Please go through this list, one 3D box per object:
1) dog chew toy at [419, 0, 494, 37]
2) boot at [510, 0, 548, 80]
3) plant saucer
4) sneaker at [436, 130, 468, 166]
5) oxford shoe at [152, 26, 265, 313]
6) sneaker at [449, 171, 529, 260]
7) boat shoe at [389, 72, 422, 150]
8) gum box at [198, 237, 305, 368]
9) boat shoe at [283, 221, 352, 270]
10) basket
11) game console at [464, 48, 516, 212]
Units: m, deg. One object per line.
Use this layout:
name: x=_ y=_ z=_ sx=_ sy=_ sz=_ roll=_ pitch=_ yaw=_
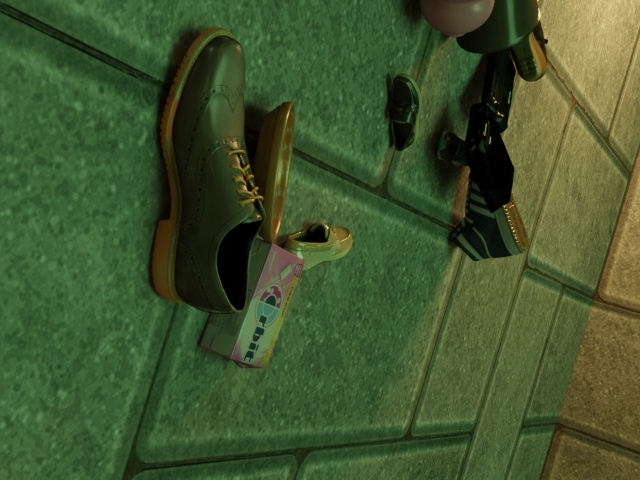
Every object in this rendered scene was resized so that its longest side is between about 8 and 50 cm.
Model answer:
dog chew toy: x=0.235 y=-0.493 z=1.458 sx=0.207 sy=0.206 sz=0.332 roll=-49 pitch=149 yaw=-36
boot: x=0.453 y=-0.483 z=1.958 sx=0.207 sy=0.090 sz=0.249 roll=-53 pitch=132 yaw=-63
plant saucer: x=-0.068 y=-0.096 z=1.228 sx=0.200 sy=0.037 sz=0.200 roll=8 pitch=90 yaw=-89
sneaker: x=0.298 y=-0.187 z=1.827 sx=0.166 sy=0.076 sz=0.065 roll=5 pitch=99 yaw=-60
oxford shoe: x=-0.120 y=-0.082 z=1.119 sx=0.130 sy=0.132 sz=0.364 roll=-18 pitch=120 yaw=-55
sneaker: x=0.351 y=-0.088 z=1.965 sx=0.099 sy=0.153 sz=0.282 roll=-17 pitch=88 yaw=-53
boat shoe: x=0.151 y=-0.227 z=1.580 sx=0.049 sy=0.056 sz=0.152 roll=-55 pitch=146 yaw=-38
gum box: x=-0.102 y=0.097 z=1.310 sx=0.107 sy=0.062 sz=0.189 roll=31 pitch=77 yaw=-59
boat shoe: x=0.000 y=0.000 z=1.433 sx=0.170 sy=0.063 sz=0.059 roll=-26 pitch=132 yaw=-51
basket: x=0.319 y=-0.501 z=1.641 sx=0.204 sy=0.154 sz=0.227 roll=-54 pitch=141 yaw=-34
game console: x=0.371 y=-0.253 z=1.850 sx=0.213 sy=0.043 sz=0.361 roll=54 pitch=42 yaw=-46
